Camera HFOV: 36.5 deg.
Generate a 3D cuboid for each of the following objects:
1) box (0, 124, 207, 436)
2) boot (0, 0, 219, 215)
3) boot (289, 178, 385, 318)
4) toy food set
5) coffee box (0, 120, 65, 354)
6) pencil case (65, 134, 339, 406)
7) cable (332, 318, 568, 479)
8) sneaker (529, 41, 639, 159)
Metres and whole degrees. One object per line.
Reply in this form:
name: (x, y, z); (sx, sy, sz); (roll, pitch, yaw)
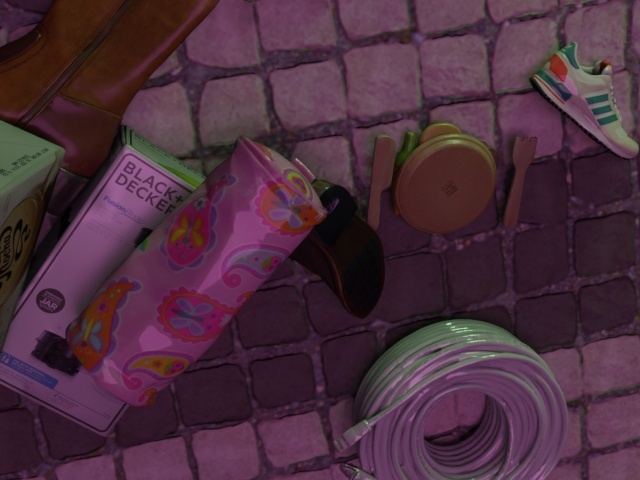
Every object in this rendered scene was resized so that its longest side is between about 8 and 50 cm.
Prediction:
box: (-0.219, 0.045, 1.034); (0.169, 0.087, 0.290); (35, 99, -20)
boot: (-0.279, -0.205, 0.936); (0.264, 0.096, 0.280); (34, 92, -4)
boot: (0.000, 0.000, 1.081); (0.082, 0.106, 0.219); (-50, 142, -23)
toy food set: (0.141, -0.070, 1.101); (0.192, 0.038, 0.132); (0, 116, -17)
coffee box: (-0.351, 0.046, 0.867); (0.119, 0.168, 0.297); (24, 112, 0)
pencil case: (-0.118, 0.028, 0.942); (0.124, 0.124, 0.284); (40, 96, -21)
cable: (0.166, 0.222, 1.175); (0.257, 0.089, 0.257); (41, 96, -22)
sneaker: (0.314, -0.157, 1.090); (0.161, 0.057, 0.075); (35, 104, -17)
